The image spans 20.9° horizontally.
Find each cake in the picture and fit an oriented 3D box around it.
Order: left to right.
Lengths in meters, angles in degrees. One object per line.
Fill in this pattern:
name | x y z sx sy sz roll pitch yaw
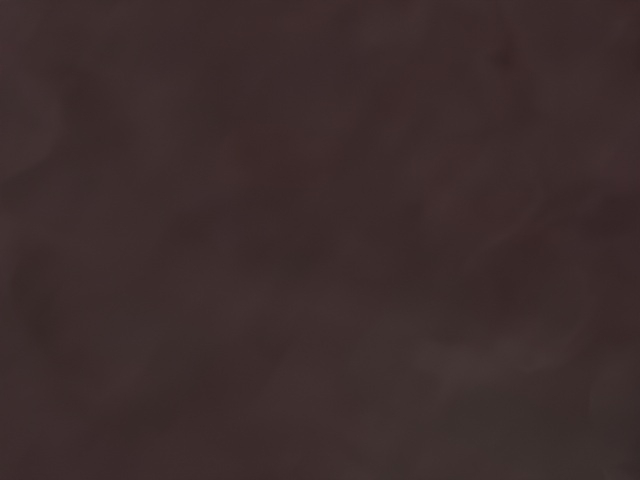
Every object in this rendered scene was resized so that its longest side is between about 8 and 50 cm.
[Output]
cake | 0.000 0.000 0.431 0.230 0.237 0.308 23 -86 3
